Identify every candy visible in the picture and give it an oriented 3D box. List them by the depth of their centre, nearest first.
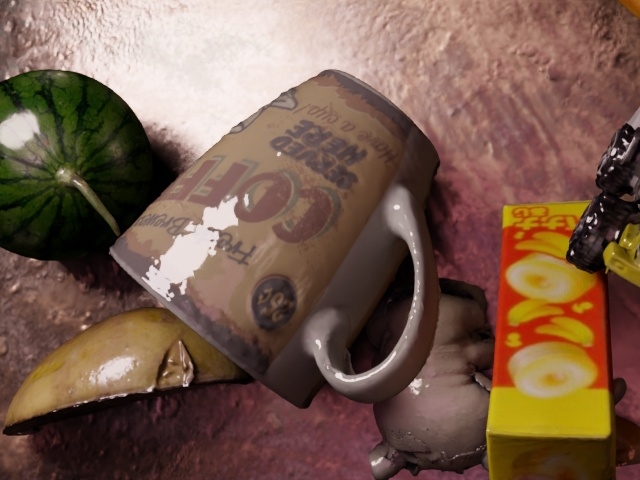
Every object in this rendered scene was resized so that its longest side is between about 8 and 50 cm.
[{"bbox_3d":[0.183,0.100,0.762,0.088,0.276,0.146,-1,126,13],"label":"candy"}]

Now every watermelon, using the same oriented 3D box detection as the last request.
[{"bbox_3d":[-0.255,-0.071,0.932,0.188,0.214,0.188,-4,102,-17],"label":"watermelon"}]

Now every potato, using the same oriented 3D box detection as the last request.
[{"bbox_3d":[-0.212,0.116,0.953,0.261,0.120,0.100,-14,74,12],"label":"potato"}]

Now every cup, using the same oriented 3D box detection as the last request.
[{"bbox_3d":[0.000,0.000,0.840,0.257,0.227,0.301,-52,49,-2],"label":"cup"}]

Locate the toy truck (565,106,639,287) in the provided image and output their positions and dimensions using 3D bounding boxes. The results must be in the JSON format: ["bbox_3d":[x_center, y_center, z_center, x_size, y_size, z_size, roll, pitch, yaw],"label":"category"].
[{"bbox_3d":[0.286,-0.038,0.759,0.136,0.286,0.111,27,128,5],"label":"toy truck"}]

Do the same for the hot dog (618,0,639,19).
[{"bbox_3d":[0.318,-0.336,0.813,0.185,0.223,0.405,-1,90,-25],"label":"hot dog"}]

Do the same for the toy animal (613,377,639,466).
[{"bbox_3d":[0.261,0.155,0.859,0.081,0.060,0.083,-20,77,51],"label":"toy animal"}]

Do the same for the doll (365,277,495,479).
[{"bbox_3d":[0.107,0.129,0.881,0.149,0.095,0.192,-11,79,10],"label":"doll"}]
